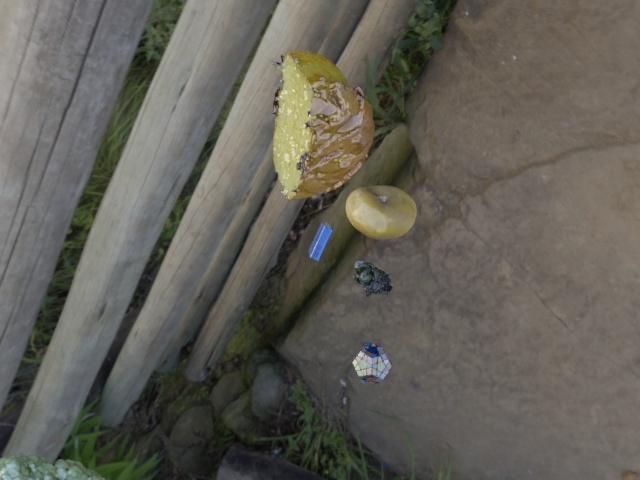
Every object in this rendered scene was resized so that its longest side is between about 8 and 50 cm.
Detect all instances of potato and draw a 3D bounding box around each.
[{"bbox_3d":[0.171,-0.074,1.455,0.150,0.234,0.146,33,120,47],"label":"potato"}]

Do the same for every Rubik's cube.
[{"bbox_3d":[0.137,0.324,1.370,0.093,0.111,0.111,-27,104,2],"label":"Rubik's cube"}]

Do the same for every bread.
[{"bbox_3d":[0.004,-0.188,0.880,0.147,0.160,0.260,-12,144,-18],"label":"bread"}]

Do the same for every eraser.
[{"bbox_3d":[0.000,0.000,1.257,0.027,0.063,0.084,24,101,-7],"label":"eraser"}]

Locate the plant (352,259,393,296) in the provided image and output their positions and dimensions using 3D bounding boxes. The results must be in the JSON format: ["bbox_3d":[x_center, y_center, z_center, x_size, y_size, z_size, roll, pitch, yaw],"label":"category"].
[{"bbox_3d":[0.128,0.097,1.328,0.087,0.174,0.085,-44,57,6],"label":"plant"}]

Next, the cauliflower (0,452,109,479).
[{"bbox_3d":[-0.456,0.491,0.829,0.260,0.281,0.327,3,115,63],"label":"cauliflower"}]
